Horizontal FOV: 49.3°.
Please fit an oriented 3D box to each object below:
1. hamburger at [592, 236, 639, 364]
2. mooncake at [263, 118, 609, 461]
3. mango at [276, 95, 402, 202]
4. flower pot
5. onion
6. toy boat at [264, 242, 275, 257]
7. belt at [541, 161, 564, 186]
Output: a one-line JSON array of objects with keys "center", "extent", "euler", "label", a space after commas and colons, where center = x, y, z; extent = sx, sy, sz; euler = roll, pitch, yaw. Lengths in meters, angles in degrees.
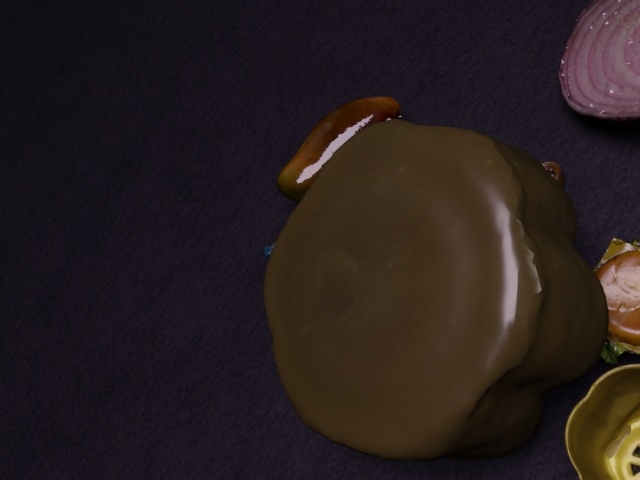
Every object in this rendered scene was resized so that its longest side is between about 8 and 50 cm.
[{"center": [0.443, 0.089, 0.962], "extent": [0.190, 0.093, 0.164], "euler": [-49, 53, -2], "label": "hamburger"}, {"center": [0.147, 0.072, 0.981], "extent": [0.466, 0.262, 0.468], "euler": [-12, 71, 39], "label": "mooncake"}, {"center": [0.034, -0.168, 1.280], "extent": [0.267, 0.111, 0.133], "euler": [-39, 71, 4], "label": "mango"}, {"center": [0.408, 0.266, 0.844], "extent": [0.195, 0.179, 0.195], "euler": [-12, 61, 21], "label": "flower pot"}, {"center": [0.514, -0.286, 1.106], "extent": [0.247, 0.111, 0.250], "euler": [3, 78, 52], "label": "onion"}, {"center": [0.000, 0.000, 1.225], "extent": [0.215, 0.102, 0.088], "euler": [-13, 59, 22], "label": "toy boat"}, {"center": [0.353, -0.090, 1.129], "extent": [0.083, 0.036, 0.059], "euler": [-39, 49, 5], "label": "belt"}]
